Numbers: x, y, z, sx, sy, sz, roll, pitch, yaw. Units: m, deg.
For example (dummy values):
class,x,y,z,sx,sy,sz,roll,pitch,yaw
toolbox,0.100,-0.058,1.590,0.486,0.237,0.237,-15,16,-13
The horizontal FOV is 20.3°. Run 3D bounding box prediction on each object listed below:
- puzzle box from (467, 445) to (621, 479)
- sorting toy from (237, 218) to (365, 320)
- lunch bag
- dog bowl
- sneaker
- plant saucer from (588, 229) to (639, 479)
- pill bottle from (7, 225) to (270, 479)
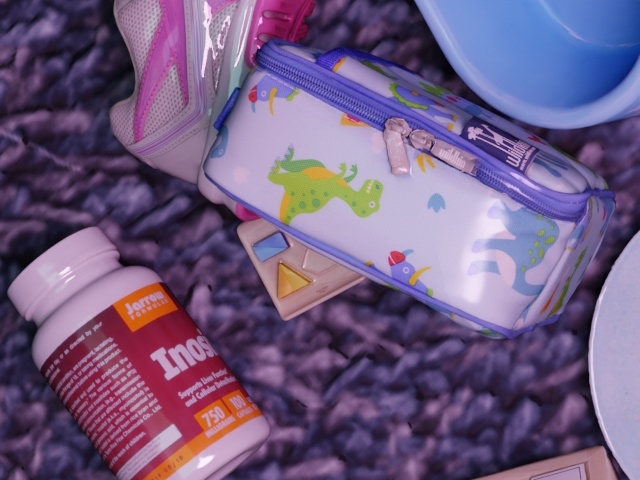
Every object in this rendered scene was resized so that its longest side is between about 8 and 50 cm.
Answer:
class,x,y,z,sx,sy,sz,roll,pitch,yaw
puzzle box,0.024,0.283,0.814,0.272,0.409,0.052,-18,125,16
sorting toy,0.000,0.000,0.990,0.083,0.012,0.062,-28,83,16
lunch bag,0.047,-0.029,0.868,0.176,0.219,0.090,28,99,14
dog bowl,0.093,-0.186,0.877,0.166,0.074,0.297,-27,94,45
sneaker,-0.055,-0.143,0.956,0.111,0.103,0.252,14,92,18
plant saucer,0.234,0.062,0.903,0.195,0.037,0.195,0,90,24
pill bottle,-0.103,0.071,0.985,0.086,0.086,0.152,-40,81,14
